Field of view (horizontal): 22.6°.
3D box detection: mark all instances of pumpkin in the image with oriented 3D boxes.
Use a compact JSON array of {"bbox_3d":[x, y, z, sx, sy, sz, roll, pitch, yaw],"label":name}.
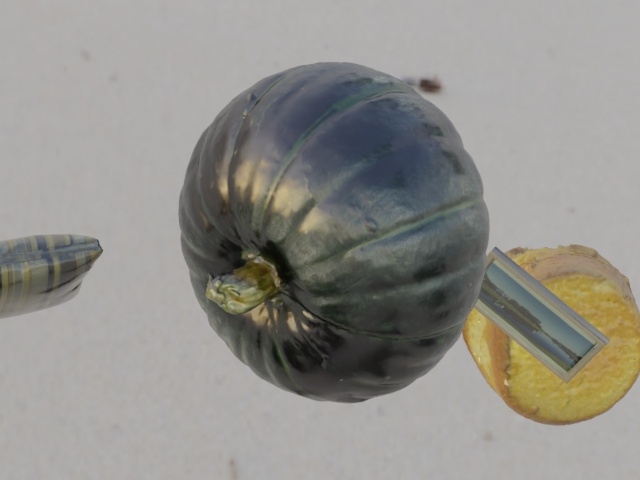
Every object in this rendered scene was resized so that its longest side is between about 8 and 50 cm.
[{"bbox_3d":[0.000,0.000,1.150,0.250,0.250,0.216,27,43,32],"label":"pumpkin"}]

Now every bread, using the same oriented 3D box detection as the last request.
[{"bbox_3d":[0.332,0.131,2.209,0.268,0.269,0.146,-1,17,-8],"label":"bread"}]

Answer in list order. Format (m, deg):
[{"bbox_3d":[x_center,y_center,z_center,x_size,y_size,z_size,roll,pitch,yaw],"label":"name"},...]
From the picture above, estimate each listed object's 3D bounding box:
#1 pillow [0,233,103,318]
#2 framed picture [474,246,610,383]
[{"bbox_3d":[-0.248,0.034,1.033,0.203,0.113,0.038,-9,74,-21],"label":"pillow"},{"bbox_3d":[0.217,0.078,1.639,0.149,0.109,0.011,40,61,8],"label":"framed picture"}]
